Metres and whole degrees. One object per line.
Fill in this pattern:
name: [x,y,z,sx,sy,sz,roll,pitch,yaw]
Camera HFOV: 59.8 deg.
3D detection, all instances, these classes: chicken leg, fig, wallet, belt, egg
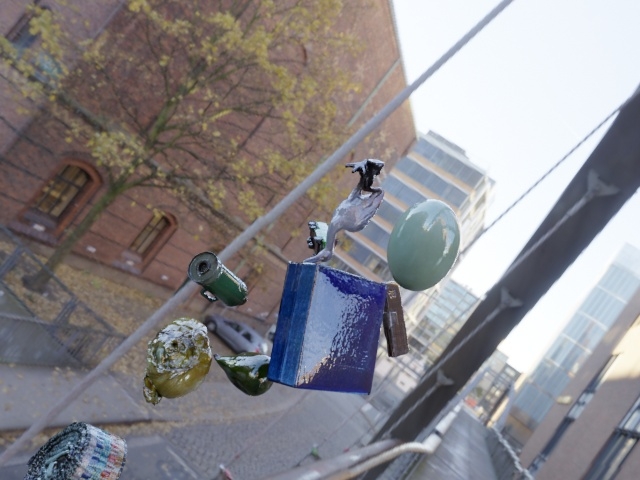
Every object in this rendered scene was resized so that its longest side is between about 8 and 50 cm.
chicken leg: [-0.359,0.285,1.396,0.152,0.202,0.429,16,-7,-14]
fig: [-0.199,0.335,1.431,0.177,0.117,0.117,9,-15,23]
wallet: [0.225,0.241,1.719,0.042,0.230,0.124,-9,-8,30]
belt: [-0.633,0.605,1.445,0.160,0.295,0.207,39,29,-32]
egg: [0.300,0.016,1.625,0.202,0.283,0.203,13,19,-4]

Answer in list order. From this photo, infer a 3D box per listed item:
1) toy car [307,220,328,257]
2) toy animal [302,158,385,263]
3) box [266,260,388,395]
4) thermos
toy car: [0.000,0.000,1.613,0.062,0.071,0.165,0,23,-10]
toy animal: [0.074,-0.067,1.464,0.090,0.324,0.195,33,7,36]
box: [0.024,0.215,1.330,0.116,0.279,0.261,2,-13,45]
thermos: [-0.224,0.103,1.260,0.073,0.083,0.188,24,-17,31]
